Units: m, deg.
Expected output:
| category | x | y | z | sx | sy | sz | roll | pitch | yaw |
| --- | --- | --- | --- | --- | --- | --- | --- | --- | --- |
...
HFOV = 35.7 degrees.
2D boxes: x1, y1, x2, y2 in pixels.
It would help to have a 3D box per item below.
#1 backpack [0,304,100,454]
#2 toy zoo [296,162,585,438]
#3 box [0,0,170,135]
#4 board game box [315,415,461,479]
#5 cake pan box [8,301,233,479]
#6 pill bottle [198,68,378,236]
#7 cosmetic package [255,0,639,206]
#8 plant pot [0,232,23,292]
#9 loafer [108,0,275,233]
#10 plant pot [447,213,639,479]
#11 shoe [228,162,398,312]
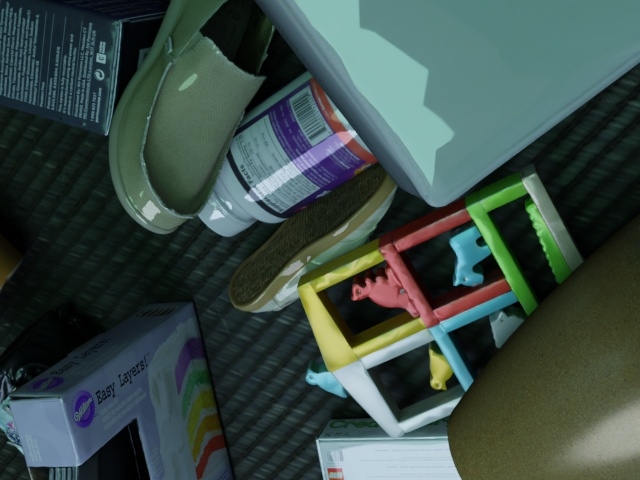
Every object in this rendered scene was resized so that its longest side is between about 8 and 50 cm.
| category | x | y | z | sx | sy | sz | roll | pitch | yaw |
| --- | --- | --- | --- | --- | --- | --- | --- | --- | --- |
| backpack | -0.279 | 0.184 | 1.100 | 0.115 | 0.152 | 0.182 | -32 | 107 | 30 |
| toy zoo | 0.112 | 0.074 | 0.947 | 0.293 | 0.030 | 0.192 | -26 | 108 | 17 |
| box | -0.250 | -0.188 | 0.954 | 0.207 | 0.153 | 0.108 | 17 | 111 | 12 |
| board game box | 0.160 | 0.275 | 1.019 | 0.305 | 0.053 | 0.192 | -5 | 106 | 20 |
| cake pan box | -0.188 | 0.217 | 1.002 | 0.070 | 0.267 | 0.245 | -8 | 102 | 23 |
| pill bottle | -0.032 | -0.083 | 0.939 | 0.193 | 0.108 | 0.108 | -31 | 95 | 25 |
| cosmetic package | 0.094 | -0.249 | 0.643 | 0.329 | 0.393 | 0.327 | -36 | 93 | 3 |
| plant pot | -0.435 | 0.018 | 1.072 | 0.188 | 0.205 | 0.205 | 35 | 115 | -12 |
| loafer | -0.107 | -0.136 | 0.881 | 0.092 | 0.102 | 0.268 | -5 | 66 | 44 |
| plant pot | 0.240 | 0.138 | 0.837 | 0.254 | 0.237 | 0.237 | -39 | 92 | 32 |
| shoe | 0.000 | 0.000 | 0.988 | 0.219 | 0.076 | 0.058 | -40 | 134 | 23 |
